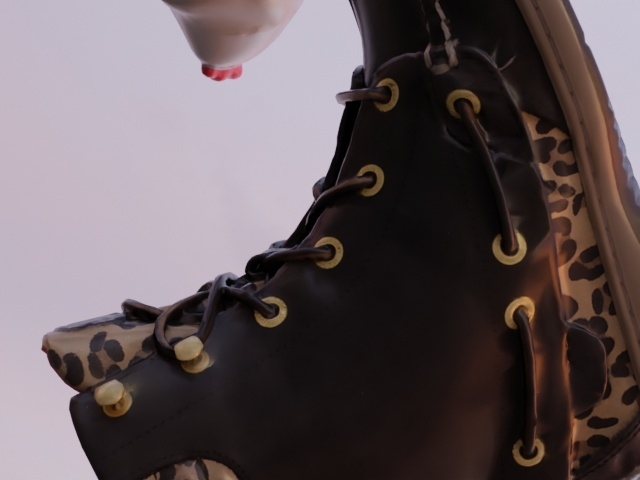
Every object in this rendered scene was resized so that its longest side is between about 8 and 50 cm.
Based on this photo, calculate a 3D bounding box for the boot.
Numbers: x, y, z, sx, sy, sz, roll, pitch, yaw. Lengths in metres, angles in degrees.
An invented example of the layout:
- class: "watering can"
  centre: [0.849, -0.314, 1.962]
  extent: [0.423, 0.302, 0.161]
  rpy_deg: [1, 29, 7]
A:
- class: "boot"
  centre: [0.000, 0.000, 0.600]
  extent: [0.377, 0.284, 0.138]
  rpy_deg: [64, -6, -11]

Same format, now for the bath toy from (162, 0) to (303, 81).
- class: "bath toy"
  centre: [-0.141, -0.227, 0.854]
  extent: [0.348, 0.151, 0.129]
  rpy_deg: [37, -34, 27]
